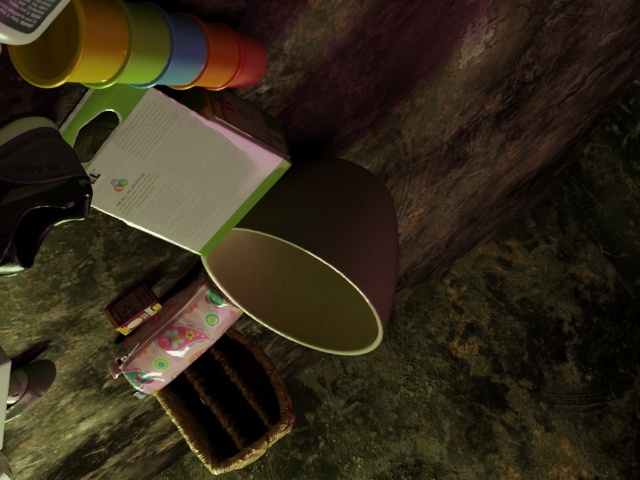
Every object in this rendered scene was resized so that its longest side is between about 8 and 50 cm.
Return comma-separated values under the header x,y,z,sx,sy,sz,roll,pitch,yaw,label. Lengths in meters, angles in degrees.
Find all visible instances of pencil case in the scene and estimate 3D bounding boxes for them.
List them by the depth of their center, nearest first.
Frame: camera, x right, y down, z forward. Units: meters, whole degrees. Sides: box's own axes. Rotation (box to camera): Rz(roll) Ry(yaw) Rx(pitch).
x,y,z,sx,sy,sz,roll,pitch,yaw,label
-0.262,0.165,1.573,0.284,0.124,0.124,-41,164,15,pencil case

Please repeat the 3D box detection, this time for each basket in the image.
x,y,z,sx,sy,sz,roll,pitch,yaw,label
-0.200,0.316,1.790,0.213,0.299,0.223,-38,164,0,basket

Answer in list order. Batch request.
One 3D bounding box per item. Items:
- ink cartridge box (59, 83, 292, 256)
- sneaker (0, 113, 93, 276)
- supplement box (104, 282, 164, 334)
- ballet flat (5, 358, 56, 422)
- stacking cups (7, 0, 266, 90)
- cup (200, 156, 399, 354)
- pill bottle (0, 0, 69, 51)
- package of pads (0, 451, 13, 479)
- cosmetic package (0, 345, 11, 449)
x,y,z,sx,sy,sz,roll,pitch,yaw,label
-0.193,-0.112,1.025,0.255,0.097,0.189,27,120,-34,ink cartridge box
-0.366,-0.002,0.869,0.283,0.124,0.107,-37,164,0,sneaker
-0.319,0.118,1.452,0.083,0.043,0.055,-37,163,-5,supplement box
-0.526,0.263,1.368,0.213,0.072,0.068,-37,153,-7,ballet flat
-0.155,-0.191,0.850,0.096,0.096,0.316,-46,162,26,stacking cups
0.000,0.000,1.415,0.237,0.331,0.331,-60,175,-28,cup
-0.230,-0.208,0.620,0.180,0.108,0.108,-42,164,14,pill bottle
-0.695,0.500,1.602,0.229,0.101,0.296,-29,162,-27,package of pads
-0.521,0.235,1.213,0.117,0.085,0.231,-22,147,-41,cosmetic package
